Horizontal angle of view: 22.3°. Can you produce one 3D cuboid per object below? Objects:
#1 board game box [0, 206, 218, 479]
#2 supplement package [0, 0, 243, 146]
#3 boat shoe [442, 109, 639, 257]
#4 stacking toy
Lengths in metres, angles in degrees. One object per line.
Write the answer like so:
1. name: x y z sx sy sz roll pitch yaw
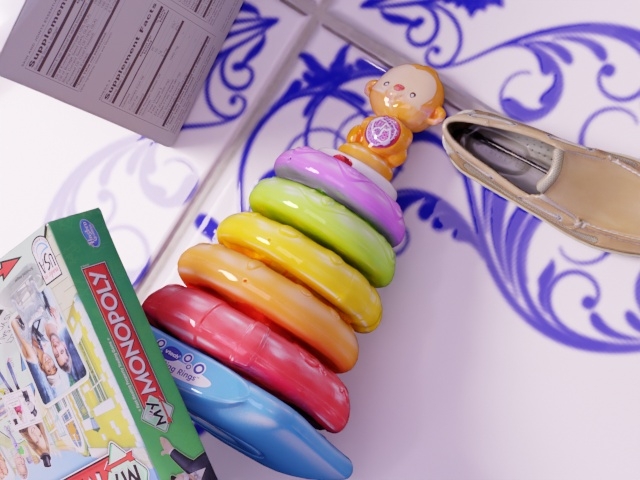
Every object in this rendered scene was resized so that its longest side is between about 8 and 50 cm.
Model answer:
1. board game box: -0.201 0.133 1.120 0.317 0.046 0.213 -32 80 48
2. supplement package: -0.196 -0.213 1.150 0.199 0.263 0.198 27 92 21
3. boat shoe: 0.166 -0.039 1.101 0.190 0.072 0.068 20 90 20
4. stacking toy: 0.000 0.000 1.132 0.175 0.166 0.302 26 77 30
